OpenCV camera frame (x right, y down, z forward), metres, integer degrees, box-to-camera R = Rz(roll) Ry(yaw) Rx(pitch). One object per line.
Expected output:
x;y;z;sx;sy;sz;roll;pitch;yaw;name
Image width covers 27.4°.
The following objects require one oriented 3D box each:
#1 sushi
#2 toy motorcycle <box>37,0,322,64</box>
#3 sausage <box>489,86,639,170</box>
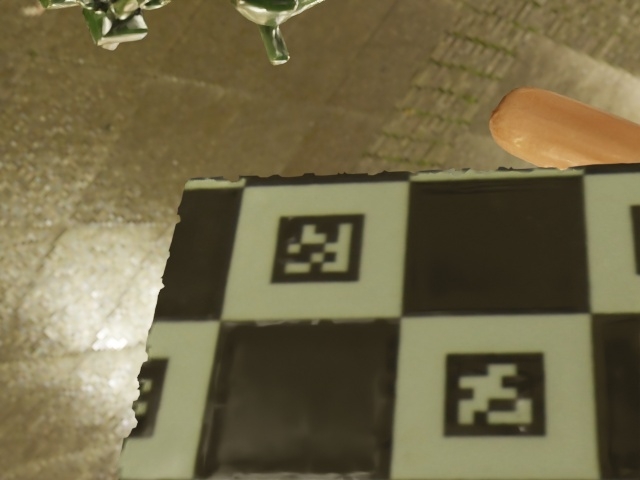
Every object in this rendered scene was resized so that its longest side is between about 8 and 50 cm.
0.110;0.119;0.376;0.064;0.359;0.343;78;14;-48;sushi
-0.075;-0.214;0.756;0.275;0.205;0.127;-13;170;-39;toy motorcycle
0.113;-0.042;0.567;0.034;0.083;0.034;-46;150;-37;sausage
